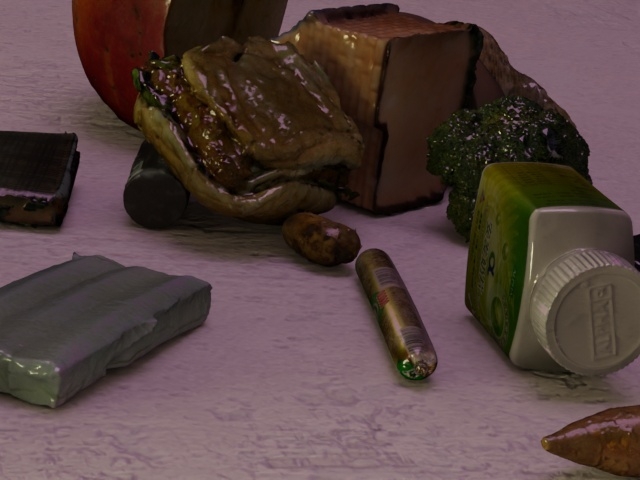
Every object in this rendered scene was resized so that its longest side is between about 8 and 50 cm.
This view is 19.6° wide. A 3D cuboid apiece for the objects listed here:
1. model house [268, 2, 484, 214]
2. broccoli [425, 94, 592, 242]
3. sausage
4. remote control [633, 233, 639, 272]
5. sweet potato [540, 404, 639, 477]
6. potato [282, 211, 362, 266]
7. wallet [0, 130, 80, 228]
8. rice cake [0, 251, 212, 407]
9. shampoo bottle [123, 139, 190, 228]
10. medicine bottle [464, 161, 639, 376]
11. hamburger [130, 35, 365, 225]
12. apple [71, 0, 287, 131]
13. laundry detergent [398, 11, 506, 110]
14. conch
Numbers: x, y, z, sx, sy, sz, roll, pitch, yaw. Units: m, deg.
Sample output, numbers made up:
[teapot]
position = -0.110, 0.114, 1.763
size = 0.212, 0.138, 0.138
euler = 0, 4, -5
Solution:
[model house]
position = 0.034, -0.136, 1.796
size = 0.172, 0.183, 0.166
euler = 19, 20, 33
[broccoli]
position = 0.174, -0.063, 1.713
size = 0.162, 0.146, 0.138
euler = 14, -26, -22
[sausage]
position = 0.057, 0.053, 1.441
size = 0.033, 0.033, 0.269
euler = 4, 17, -8
[remote control]
position = 0.239, 0.026, 1.619
size = 0.063, 0.025, 0.245
euler = 22, 22, 39
[sweet potato]
position = 0.243, 0.130, 1.230
size = 0.218, 0.051, 0.065
euler = 2, 20, -16
[potato]
position = 0.000, 0.000, 1.580
size = 0.051, 0.040, 0.083
euler = 23, -2, -39
[wallet]
position = -0.376, -0.064, 1.635
size = 0.317, 0.044, 0.169
euler = 4, 21, -3
[rice cake]
position = -0.173, 0.057, 1.318
size = 0.127, 0.043, 0.237
euler = 14, 19, 18
[shampoo bottle]
position = -0.143, -0.072, 1.704
size = 0.057, 0.063, 0.208
euler = -36, 15, 13
[medicine bottle]
position = 0.180, 0.027, 1.404
size = 0.088, 0.132, 0.188
euler = 3, 18, -14
[hamburger]
position = -0.067, -0.085, 1.643
size = 0.206, 0.130, 0.183
euler = -6, 49, -46
[apple]
position = -0.122, -0.286, 1.950
size = 0.295, 0.365, 0.329
euler = -2, 30, -23
[laundry detergent]
position = 0.120, -0.143, 1.880
size = 0.237, 0.171, 0.076
euler = 18, 41, 33
[conch]
position = 0.198, -0.167, 2.059
size = 0.207, 0.130, 0.155
euler = 23, 32, 5
